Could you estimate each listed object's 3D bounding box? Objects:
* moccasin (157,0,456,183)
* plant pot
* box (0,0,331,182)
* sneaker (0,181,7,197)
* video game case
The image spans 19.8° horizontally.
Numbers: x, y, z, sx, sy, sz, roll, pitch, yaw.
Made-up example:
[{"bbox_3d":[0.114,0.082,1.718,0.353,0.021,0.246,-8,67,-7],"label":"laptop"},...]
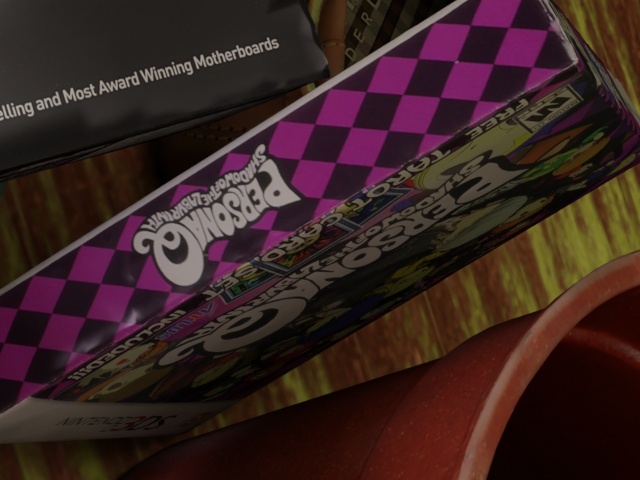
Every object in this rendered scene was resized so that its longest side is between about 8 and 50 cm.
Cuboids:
[{"bbox_3d":[0.054,-0.162,0.838,0.139,0.147,0.380,47,53,-23],"label":"moccasin"},{"bbox_3d":[0.049,0.157,0.675,0.272,0.265,0.272,11,73,-40],"label":"plant pot"},{"bbox_3d":[-0.171,-0.117,0.499,0.307,0.076,0.242,-18,92,-33],"label":"box"},{"bbox_3d":[-0.149,-0.066,0.632,0.135,0.150,0.366,12,71,-38],"label":"sneaker"},{"bbox_3d":[0.000,0.000,0.646,0.042,0.232,0.210,61,12,12],"label":"video game case"}]
